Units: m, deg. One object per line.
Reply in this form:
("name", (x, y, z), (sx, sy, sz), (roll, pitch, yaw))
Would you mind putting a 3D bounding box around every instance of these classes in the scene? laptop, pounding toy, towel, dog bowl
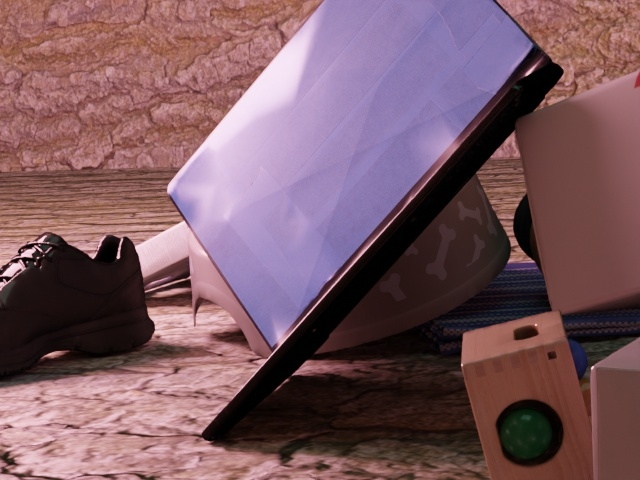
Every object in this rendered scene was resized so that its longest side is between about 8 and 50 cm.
("laptop", (-0.003, -0.079, 1.542), (0.236, 0.382, 0.408), (42, 16, 4))
("pounding toy", (0.157, 0.124, 1.158), (0.100, 0.130, 0.141), (-15, 6, 7))
("towel", (0.187, 0.071, 1.855), (0.243, 0.040, 0.336), (-4, 9, -14))
("dog bowl", (0.020, -0.001, 1.837), (0.348, 0.102, 0.349), (-13, 19, 5))

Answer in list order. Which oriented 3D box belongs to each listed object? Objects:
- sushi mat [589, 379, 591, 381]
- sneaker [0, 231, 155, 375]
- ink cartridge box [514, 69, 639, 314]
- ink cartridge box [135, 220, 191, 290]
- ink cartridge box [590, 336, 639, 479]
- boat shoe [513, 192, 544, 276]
("sushi mat", (0.311, 0.122, 1.446), (0.316, 0.019, 0.151), (-7, 8, -23))
("sneaker", (-0.296, 0.061, 1.754), (0.109, 0.130, 0.286), (7, 14, 44))
("ink cartridge box", (0.388, -0.055, 1.330), (0.384, 0.160, 0.279), (-3, -12, -38))
("ink cartridge box", (-0.144, 0.001, 2.120), (0.224, 0.045, 0.223), (-27, -4, 27))
("ink cartridge box", (0.237, 0.115, 0.981), (0.065, 0.165, 0.332), (1, 10, 28))
("boat shoe", (0.428, -0.039, 1.858), (0.500, 0.187, 0.156), (-10, 15, -23))
